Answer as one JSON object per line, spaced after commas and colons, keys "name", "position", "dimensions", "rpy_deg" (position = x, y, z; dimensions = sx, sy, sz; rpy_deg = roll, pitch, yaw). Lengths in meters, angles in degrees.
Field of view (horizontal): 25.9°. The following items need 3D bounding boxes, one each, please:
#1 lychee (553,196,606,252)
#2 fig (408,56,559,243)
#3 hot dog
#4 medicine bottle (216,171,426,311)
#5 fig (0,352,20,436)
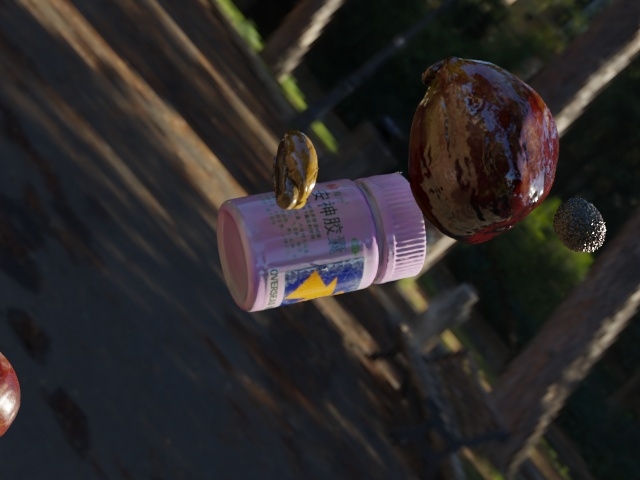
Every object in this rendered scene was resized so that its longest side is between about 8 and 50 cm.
{"name": "lychee", "position": [0.333, -0.019, 1.786], "dimensions": [0.067, 0.068, 0.083], "rpy_deg": [22, 3, 44]}
{"name": "fig", "position": [0.224, -0.119, 1.925], "dimensions": [0.224, 0.224, 0.263], "rpy_deg": [-122, -154, -63]}
{"name": "hot dog", "position": [-0.041, -0.094, 1.981], "dimensions": [0.060, 0.090, 0.140], "rpy_deg": [7, 57, -18]}
{"name": "medicine bottle", "position": [0.000, 0.000, 2.156], "dimensions": [0.178, 0.291, 0.178], "rpy_deg": [170, -90, -72]}
{"name": "fig", "position": [-0.509, 0.195, 1.933], "dimensions": [0.175, 0.175, 0.207], "rpy_deg": [47, 14, -41]}
